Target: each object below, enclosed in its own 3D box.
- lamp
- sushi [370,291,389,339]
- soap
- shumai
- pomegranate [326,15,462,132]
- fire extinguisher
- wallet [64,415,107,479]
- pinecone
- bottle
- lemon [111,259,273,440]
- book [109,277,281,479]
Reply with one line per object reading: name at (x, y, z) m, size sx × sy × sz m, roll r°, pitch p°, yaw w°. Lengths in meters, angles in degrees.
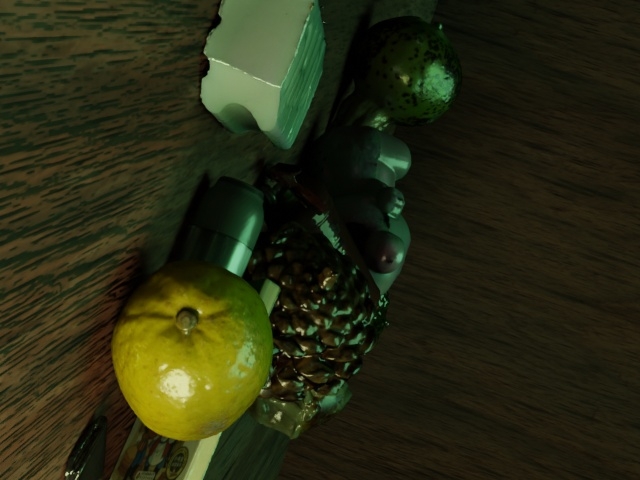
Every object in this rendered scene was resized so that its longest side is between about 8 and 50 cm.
lamp at (0.036, -0.045, 2.051) m, size 0.247 × 0.247 × 0.301 m, roll -31°, pitch -133°, yaw 43°
sushi at (-0.008, 0.191, 2.357) m, size 0.294 × 0.178 × 0.352 m, roll -53°, pitch 168°, yaw -18°
soap at (-0.056, -0.187, 1.288) m, size 0.230 × 0.091 × 0.145 m, roll 44°, pitch 66°, yaw -85°
shumai at (-0.042, 0.166, 1.953) m, size 0.225 × 0.222 × 0.261 m, roll -46°, pitch 151°, yaw -70°
pomegranate at (0.124, -0.295, 2.271) m, size 0.222 × 0.276 × 0.204 m, roll 46°, pitch 22°, yaw -62°
fire extinguisher at (0.000, 0.000, 1.789) m, size 0.106 × 0.147 × 0.337 m, roll -43°, pitch 134°, yaw -15°
wallet at (-0.250, 0.257, 1.296) m, size 0.082 × 0.018 × 0.157 m, roll -64°, pitch 172°, yaw -45°
pinecone at (-0.038, 0.111, 1.678) m, size 0.257 × 0.243 × 0.243 m, roll 93°, pitch 17°, yaw -52°
bottle at (-0.137, 0.053, 1.389) m, size 0.096 × 0.079 × 0.254 m, roll -6°, pitch -119°, yaw 67°
lemon at (-0.130, 0.112, 1.237) m, size 0.207 × 0.170 × 0.170 m, roll 103°, pitch 9°, yaw -60°
book at (-0.150, 0.173, 1.418) m, size 0.202 × 0.027 × 0.264 m, roll -14°, pitch -131°, yaw 58°
